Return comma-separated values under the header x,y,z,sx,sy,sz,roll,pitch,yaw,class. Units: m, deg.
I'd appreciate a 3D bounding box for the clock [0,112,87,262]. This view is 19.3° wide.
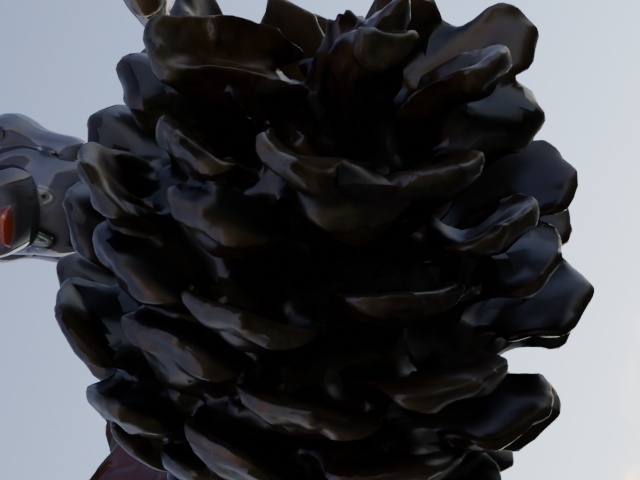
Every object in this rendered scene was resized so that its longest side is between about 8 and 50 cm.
x,y,z,sx,sy,sz,roll,pitch,yaw,class
-0.304,-0.046,1.771,0.189,0.254,0.189,-45,-37,-49,clock

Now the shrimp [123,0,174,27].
x,y,z,sx,sy,sz,roll,pitch,yaw,class
-0.116,-0.214,1.008,0.152,0.046,0.219,-58,-53,-82,shrimp

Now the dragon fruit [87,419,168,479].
x,y,z,sx,sy,sz,roll,pitch,yaw,class
-0.068,0.229,1.108,0.244,0.244,0.299,22,-110,-68,dragon fruit

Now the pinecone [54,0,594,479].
x,y,z,sx,sy,sz,roll,pitch,yaw,class
-0.004,0.002,0.633,0.179,0.184,0.205,-64,-32,-46,pinecone
